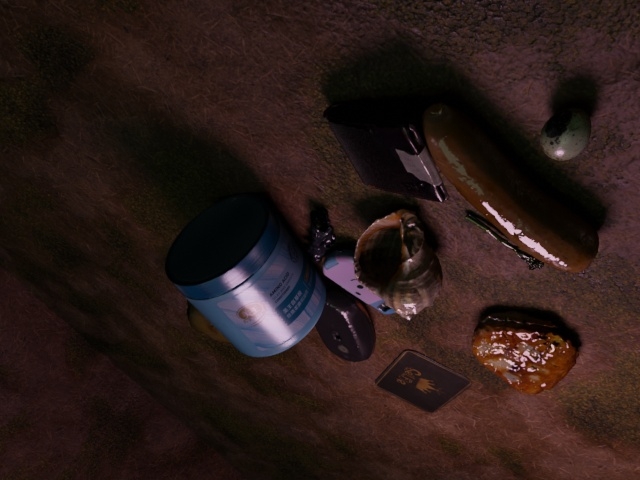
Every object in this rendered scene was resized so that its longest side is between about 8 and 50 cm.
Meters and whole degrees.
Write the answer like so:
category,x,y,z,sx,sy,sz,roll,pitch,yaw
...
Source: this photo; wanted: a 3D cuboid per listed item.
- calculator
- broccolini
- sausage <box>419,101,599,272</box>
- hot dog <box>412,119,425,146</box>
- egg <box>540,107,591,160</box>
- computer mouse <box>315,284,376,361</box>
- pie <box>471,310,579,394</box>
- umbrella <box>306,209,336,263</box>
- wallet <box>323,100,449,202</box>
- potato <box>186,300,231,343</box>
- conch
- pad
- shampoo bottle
category,x,y,z,sx,sy,sz,roll,pitch,yaw
calculator,0.140,0.118,1.998,0.293,0.051,0.173,34,147,-15
broccolini,0.430,0.001,1.660,0.218,0.042,0.044,34,148,2
sausage,0.383,-0.096,1.471,0.501,0.123,0.136,38,141,-14
hot dog,0.211,-0.204,1.523,0.057,0.041,0.133,15,145,20
egg,0.454,-0.197,1.314,0.085,0.085,0.110,26,147,4
computer mouse,0.068,0.245,2.173,0.183,0.116,0.323,5,136,30
pie,0.544,0.293,1.918,0.309,0.085,0.308,18,141,15
umbrella,0.002,0.001,1.942,0.072,0.080,0.224,-8,152,-10
wallet,0.137,-0.184,1.518,0.262,0.071,0.220,22,151,48
potato,-0.306,0.239,2.332,0.351,0.203,0.218,26,137,35
conch,0.210,0.056,1.786,0.210,0.159,0.291,15,107,35
pad,0.298,0.488,2.386,0.315,0.063,0.375,27,147,2
shampoo bottle,-0.199,0.103,1.980,0.331,0.331,0.342,-1,138,37
